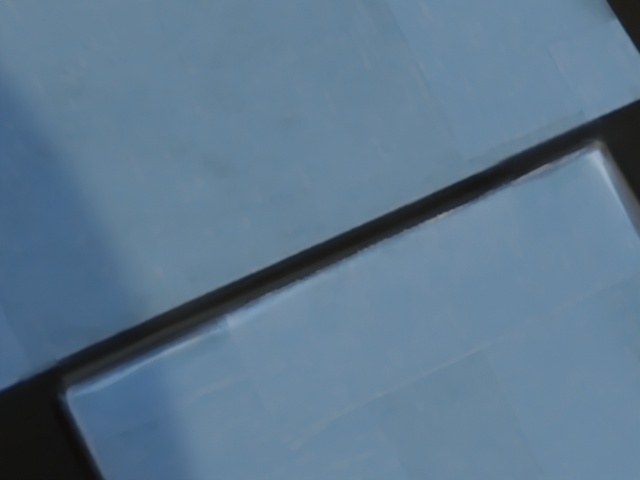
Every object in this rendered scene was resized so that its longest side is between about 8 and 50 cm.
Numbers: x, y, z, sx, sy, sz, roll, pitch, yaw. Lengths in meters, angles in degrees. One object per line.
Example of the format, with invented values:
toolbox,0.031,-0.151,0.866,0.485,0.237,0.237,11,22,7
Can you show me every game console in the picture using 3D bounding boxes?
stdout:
game console,0.000,0.000,0.367,0.387,0.342,0.060,-24,168,-27
